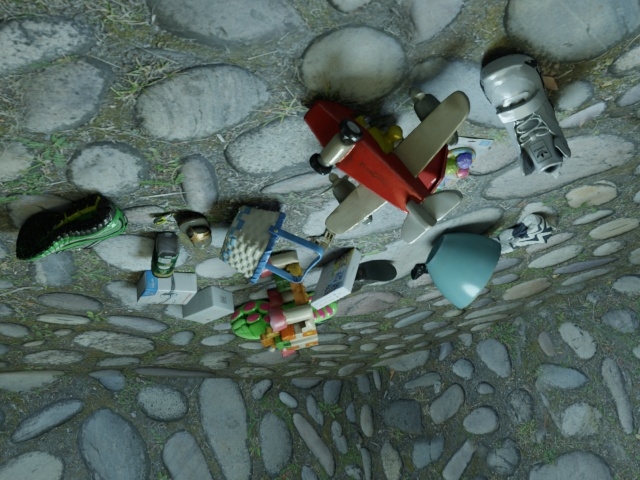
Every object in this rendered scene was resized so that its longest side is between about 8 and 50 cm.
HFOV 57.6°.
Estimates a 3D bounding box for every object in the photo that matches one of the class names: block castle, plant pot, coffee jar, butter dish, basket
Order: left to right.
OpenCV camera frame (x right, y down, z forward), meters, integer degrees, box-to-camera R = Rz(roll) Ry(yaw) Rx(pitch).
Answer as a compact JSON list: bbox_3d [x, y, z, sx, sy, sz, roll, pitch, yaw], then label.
[{"bbox_3d":[-0.509,0.053,1.907,0.079,0.096,0.184,3,153,-20],"label":"coffee jar"},{"bbox_3d":[-0.154,0.025,1.816,0.289,0.201,0.255,29,147,-7],"label":"basket"},{"bbox_3d":[-0.149,0.260,2.248,0.213,0.303,0.453,-14,156,-5],"label":"block castle"},{"bbox_3d":[0.277,-0.205,1.619,0.118,0.160,0.160,17,151,-4],"label":"butter dish"},{"bbox_3d":[0.514,0.083,2.198,0.195,0.290,0.290,30,149,0],"label":"plant pot"}]

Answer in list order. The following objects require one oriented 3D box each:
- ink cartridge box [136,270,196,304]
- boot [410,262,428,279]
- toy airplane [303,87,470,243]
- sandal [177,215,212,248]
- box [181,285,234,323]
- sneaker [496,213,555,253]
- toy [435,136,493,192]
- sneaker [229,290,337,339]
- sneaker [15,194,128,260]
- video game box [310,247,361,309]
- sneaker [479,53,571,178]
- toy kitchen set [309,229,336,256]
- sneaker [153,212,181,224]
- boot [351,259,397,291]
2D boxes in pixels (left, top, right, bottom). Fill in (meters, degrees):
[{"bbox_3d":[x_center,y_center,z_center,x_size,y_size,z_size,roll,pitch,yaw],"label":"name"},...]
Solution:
[{"bbox_3d":[-0.573,0.177,2.169,0.190,0.082,0.139,7,151,-29],"label":"ink cartridge box"},{"bbox_3d":[0.447,0.130,2.497,0.099,0.045,0.121,-8,155,-12],"label":"boot"},{"bbox_3d":[0.174,-0.186,1.443,0.386,0.272,0.384,-1,125,14],"label":"toy airplane"},{"bbox_3d":[-0.385,-0.014,1.833,0.090,0.060,0.219,-20,157,-9],"label":"sandal"},{"bbox_3d":[-0.462,0.265,2.387,0.170,0.091,0.130,-22,153,25],"label":"box"},{"bbox_3d":[0.806,-0.011,2.260,0.153,0.094,0.235,13,138,-24],"label":"sneaker"},{"bbox_3d":[0.397,-0.211,1.723,0.137,0.056,0.237,0,154,-22],"label":"toy"},{"bbox_3d":[-0.160,0.356,2.588,0.483,0.185,0.202,-8,151,-2],"label":"sneaker"},{"bbox_3d":[-0.707,-0.010,1.652,0.343,0.134,0.146,-15,155,11],"label":"sneaker"},{"bbox_3d":[0.060,0.144,2.197,0.048,0.205,0.187,38,134,-18],"label":"video game box"},{"bbox_3d":[0.509,-0.289,1.412,0.137,0.210,0.366,-24,152,27],"label":"sneaker"},{"bbox_3d":[0.000,0.000,2.024,0.068,0.083,0.075,33,152,6],"label":"toy kitchen set"},{"bbox_3d":[-0.463,-0.066,1.757,0.083,0.031,0.035,-10,-174,-20],"label":"sneaker"},{"bbox_3d":[0.173,0.162,2.432,0.263,0.091,0.229,-3,160,-5],"label":"boot"}]
